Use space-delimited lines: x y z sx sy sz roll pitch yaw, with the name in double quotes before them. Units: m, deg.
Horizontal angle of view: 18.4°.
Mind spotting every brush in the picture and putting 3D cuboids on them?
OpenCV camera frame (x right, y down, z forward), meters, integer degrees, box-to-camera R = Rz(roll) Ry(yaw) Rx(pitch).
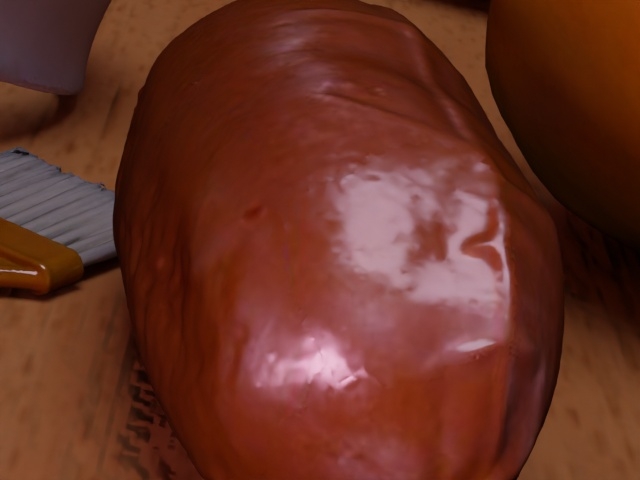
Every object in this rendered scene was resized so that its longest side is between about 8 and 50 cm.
"brush" -0.168 0.017 0.632 0.090 0.017 0.314 21 25 27

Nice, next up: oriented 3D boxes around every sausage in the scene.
"sausage" 0.000 -0.003 0.601 0.133 0.133 0.258 5 22 -12

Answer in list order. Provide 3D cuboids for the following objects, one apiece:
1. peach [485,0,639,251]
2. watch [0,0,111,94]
"peach" 0.228 -0.106 0.764 0.307 0.289 0.289 10 20 19
"watch" -0.184 -0.126 0.828 0.231 0.196 0.244 20 10 -41
